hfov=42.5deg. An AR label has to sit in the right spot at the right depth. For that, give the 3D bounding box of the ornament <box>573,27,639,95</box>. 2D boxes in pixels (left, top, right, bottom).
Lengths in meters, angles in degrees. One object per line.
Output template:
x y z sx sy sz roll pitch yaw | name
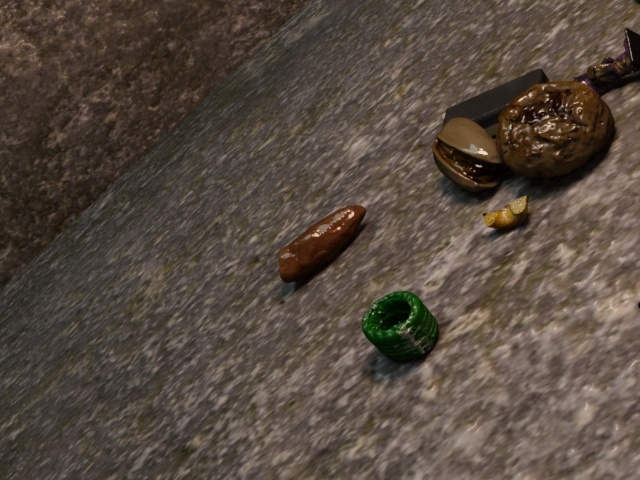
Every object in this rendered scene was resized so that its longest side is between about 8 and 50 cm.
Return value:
0.565 -0.325 1.653 0.203 0.088 0.081 -34 51 42 | ornament

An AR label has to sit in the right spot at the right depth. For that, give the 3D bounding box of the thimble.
0.146 0.157 1.496 0.118 0.090 0.130 -45 28 -7 | thimble

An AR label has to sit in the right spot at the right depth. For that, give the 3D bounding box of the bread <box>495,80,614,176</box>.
0.443 -0.222 1.580 0.230 0.123 0.230 -22 31 14 | bread

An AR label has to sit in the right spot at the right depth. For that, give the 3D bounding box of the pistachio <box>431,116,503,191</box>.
0.314 -0.179 1.726 0.206 0.131 0.129 -127 42 -51 | pistachio

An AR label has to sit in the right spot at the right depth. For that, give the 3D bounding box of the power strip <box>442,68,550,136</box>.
0.385 -0.284 1.823 0.257 0.070 0.105 -19 34 35 | power strip

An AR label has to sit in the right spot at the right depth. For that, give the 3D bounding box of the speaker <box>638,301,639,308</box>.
0.492 0.085 1.178 0.075 0.060 0.094 -47 28 -11 | speaker

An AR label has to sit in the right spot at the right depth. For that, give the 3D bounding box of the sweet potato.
0.000 0.000 1.895 0.252 0.097 0.097 -41 28 6 | sweet potato

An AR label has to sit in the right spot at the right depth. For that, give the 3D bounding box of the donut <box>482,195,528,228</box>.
0.350 -0.049 1.548 0.083 0.067 0.037 -4 55 2 | donut
